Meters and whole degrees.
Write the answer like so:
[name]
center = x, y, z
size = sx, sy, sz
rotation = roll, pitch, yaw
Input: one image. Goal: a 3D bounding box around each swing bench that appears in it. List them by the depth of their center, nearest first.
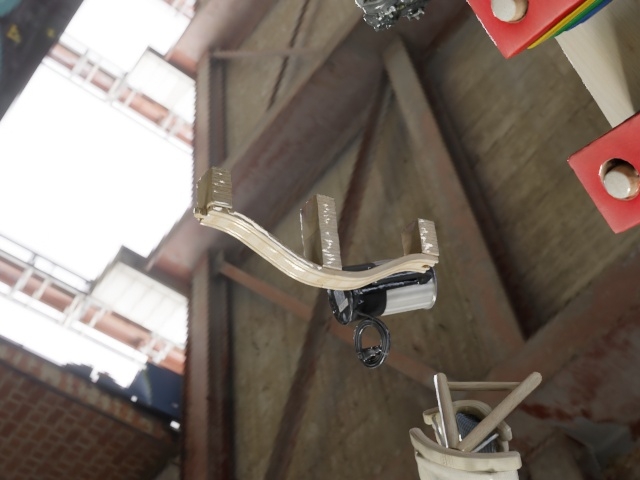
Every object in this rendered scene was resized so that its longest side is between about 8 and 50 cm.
[swing bench]
center = 0.222, 0.344, 1.335
size = 0.165, 0.253, 0.255
rotation = -4, -164, 21

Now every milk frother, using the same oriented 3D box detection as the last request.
[milk frother]
center = 0.098, 0.095, 1.362
size = 0.129, 0.135, 0.143
rotation = 168, -87, -69

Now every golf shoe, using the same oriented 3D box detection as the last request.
[golf shoe]
center = 0.122, -0.281, 0.964
size = 0.077, 0.198, 0.093
rotation = 110, -41, -75

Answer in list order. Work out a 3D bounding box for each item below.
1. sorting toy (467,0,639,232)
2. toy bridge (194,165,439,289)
[sorting toy]
center = 0.172, -0.127, 0.404
size = 0.089, 0.257, 0.255
rotation = -30, 176, -32
[toy bridge]
center = 0.000, 0.000, 0.673
size = 0.026, 0.188, 0.063
rotation = -42, -136, 47
